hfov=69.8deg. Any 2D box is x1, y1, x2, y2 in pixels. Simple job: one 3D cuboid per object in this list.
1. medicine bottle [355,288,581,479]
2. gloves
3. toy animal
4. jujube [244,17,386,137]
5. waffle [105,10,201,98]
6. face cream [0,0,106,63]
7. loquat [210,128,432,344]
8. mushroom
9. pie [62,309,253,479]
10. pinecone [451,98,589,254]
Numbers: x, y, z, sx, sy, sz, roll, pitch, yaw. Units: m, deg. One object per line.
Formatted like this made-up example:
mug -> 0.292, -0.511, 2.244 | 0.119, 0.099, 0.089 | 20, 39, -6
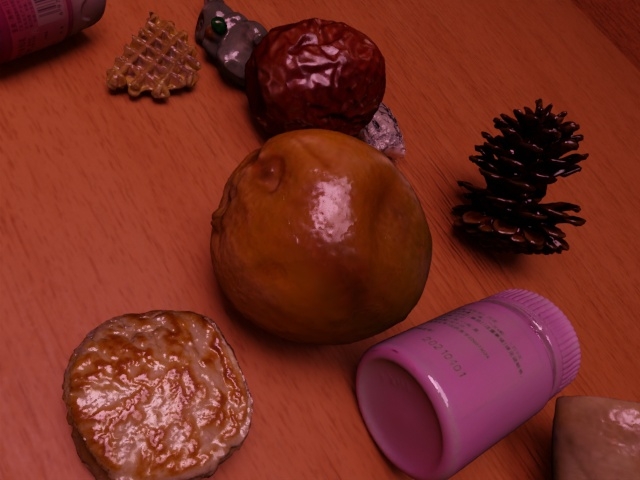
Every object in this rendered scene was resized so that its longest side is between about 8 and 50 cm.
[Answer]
medicine bottle -> 0.209, 0.184, 0.641 | 0.290, 0.178, 0.178 | -15, 68, -34
gloves -> 0.113, -0.231, 0.919 | 0.114, 0.070, 0.153 | -8, 63, -30
toy animal -> -0.176, -0.382, 0.861 | 0.236, 0.108, 0.138 | 49, 5, 33
jujube -> -0.006, -0.261, 0.787 | 0.232, 0.213, 0.213 | -17, 69, -25
waffle -> -0.288, -0.317, 0.782 | 0.160, 0.046, 0.192 | -6, 63, -31
face cream -> -0.439, -0.362, 0.649 | 0.175, 0.175, 0.195 | 40, 50, 0
loquat -> 0.000, 0.000, 0.606 | 0.283, 0.276, 0.276 | 19, 51, -39
mushroom -> 0.469, 0.352, 0.640 | 0.292, 0.212, 0.218 | 31, 59, -43
pie -> -0.178, 0.171, 0.508 | 0.178, 0.084, 0.205 | -20, 70, -36
pinecone -> 0.380, -0.110, 0.851 | 0.246, 0.292, 0.246 | 9, 17, -3
